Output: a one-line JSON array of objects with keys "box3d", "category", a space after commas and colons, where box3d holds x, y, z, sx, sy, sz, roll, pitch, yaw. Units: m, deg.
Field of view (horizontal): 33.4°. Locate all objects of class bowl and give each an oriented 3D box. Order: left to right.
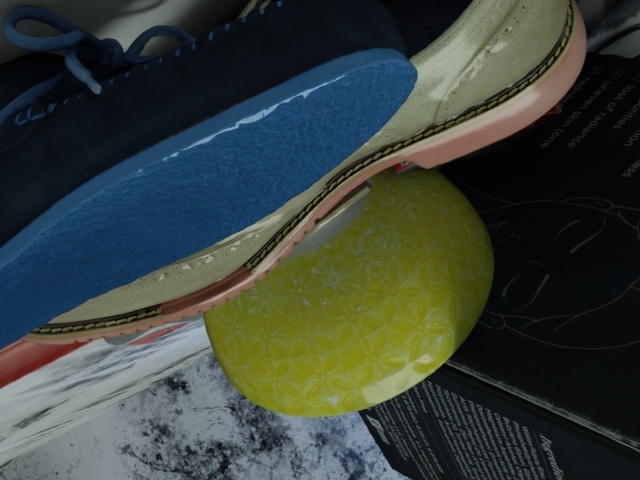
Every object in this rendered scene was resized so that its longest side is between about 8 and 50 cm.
[{"box3d": [0.000, 0.000, 0.984, 0.290, 0.156, 0.289, -17, -139, 16], "category": "bowl"}]

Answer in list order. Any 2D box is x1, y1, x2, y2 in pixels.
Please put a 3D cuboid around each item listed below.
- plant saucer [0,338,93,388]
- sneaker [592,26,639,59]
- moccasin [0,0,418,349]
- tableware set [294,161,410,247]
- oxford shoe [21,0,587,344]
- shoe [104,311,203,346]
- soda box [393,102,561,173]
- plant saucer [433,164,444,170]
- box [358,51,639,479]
[{"box3d": [-0.314, 0.103, 1.120, 0.259, 0.047, 0.259, -28, 175, -2], "category": "plant saucer"}, {"box3d": [0.465, -0.065, 1.460, 0.169, 0.257, 0.447, -32, 150, -2], "category": "sneaker"}, {"box3d": [-0.126, -0.040, 0.494, 0.342, 0.116, 0.138, -25, 163, 16], "category": "moccasin"}, {"box3d": [0.032, -0.079, 0.723, 0.194, 0.039, 0.128, -37, -161, 18], "category": "tableware set"}, {"box3d": [-0.045, -0.075, 0.609, 0.397, 0.140, 0.146, -31, 152, 6], "category": "oxford shoe"}, {"box3d": [-0.210, 0.096, 1.457, 0.178, 0.063, 0.081, -22, 175, -1], "category": "shoe"}, {"box3d": [0.140, -0.129, 1.016, 0.092, 0.083, 0.263, -32, 172, 30], "category": "soda box"}, {"box3d": [0.178, -0.111, 1.536, 0.199, 0.036, 0.198, -27, 173, -4], "category": "plant saucer"}, {"box3d": [0.333, 0.072, 1.080, 0.480, 0.297, 0.472, -42, -146, -22], "category": "box"}]
